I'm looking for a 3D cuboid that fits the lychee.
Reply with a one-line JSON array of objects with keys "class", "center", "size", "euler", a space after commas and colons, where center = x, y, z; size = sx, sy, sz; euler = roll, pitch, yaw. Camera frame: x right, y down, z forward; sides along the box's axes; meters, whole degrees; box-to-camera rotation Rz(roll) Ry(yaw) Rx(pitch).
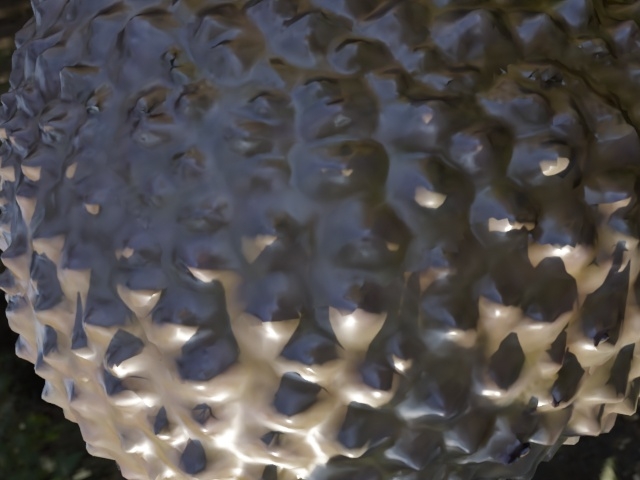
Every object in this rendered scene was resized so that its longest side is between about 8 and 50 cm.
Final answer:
[{"class": "lychee", "center": [0.020, -0.025, 0.729], "size": [0.380, 0.432, 0.380], "euler": [-8, -90, -72]}]
